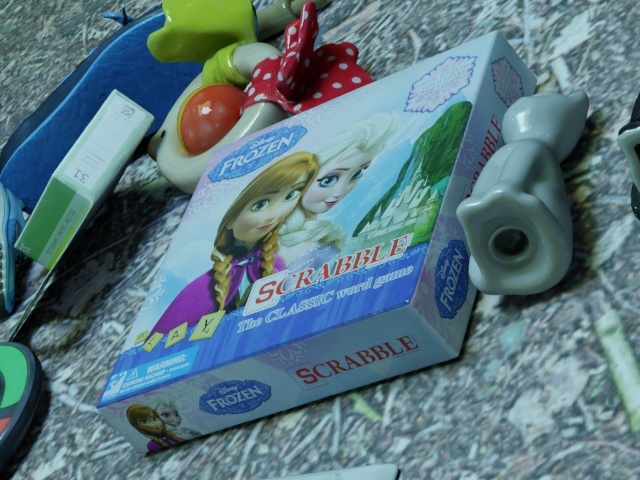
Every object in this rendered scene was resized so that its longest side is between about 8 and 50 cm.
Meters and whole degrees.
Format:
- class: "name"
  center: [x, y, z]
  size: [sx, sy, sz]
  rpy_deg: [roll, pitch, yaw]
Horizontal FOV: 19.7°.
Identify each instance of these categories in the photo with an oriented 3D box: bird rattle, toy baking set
- class: "bird rattle"
  center: [-0.068, -0.128, 1.756]
  size: [0.207, 0.143, 0.253]
  rpy_deg: [-55, 41, -2]
- class: "toy baking set"
  center: [-0.030, -0.285, 1.986]
  size: [0.256, 0.030, 0.197]
  rpy_deg: [-21, 33, 34]

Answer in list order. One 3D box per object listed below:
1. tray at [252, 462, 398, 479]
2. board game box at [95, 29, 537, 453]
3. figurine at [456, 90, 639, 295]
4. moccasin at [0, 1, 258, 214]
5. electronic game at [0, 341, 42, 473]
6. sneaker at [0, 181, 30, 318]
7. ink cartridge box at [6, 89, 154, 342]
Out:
- class: "tray"
  center: [-0.076, 0.219, 1.294]
  size: [0.270, 0.030, 0.145]
  rpy_deg: [-14, 38, 42]
- class: "board game box"
  center: [0.000, 0.000, 1.481]
  size: [0.318, 0.066, 0.318]
  rpy_deg: [-21, 33, 34]
- class: "figurine"
  center: [0.203, -0.073, 1.323]
  size: [0.215, 0.092, 0.209]
  rpy_deg: [-25, 23, 29]
- class: "moccasin"
  center: [-0.215, -0.169, 1.932]
  size: [0.342, 0.138, 0.117]
  rpy_deg: [-33, 29, 16]
- class: "electronic game"
  center: [-0.343, 0.182, 1.675]
  size: [0.229, 0.048, 0.229]
  rpy_deg: [-31, 28, 19]
- class: "sneaker"
  center: [-0.319, 0.009, 1.884]
  size: [0.063, 0.073, 0.162]
  rpy_deg: [-30, 49, 32]
- class: "ink cartridge box"
  center: [-0.255, -0.014, 1.775]
  size: [0.235, 0.056, 0.171]
  rpy_deg: [-58, 4, -32]
